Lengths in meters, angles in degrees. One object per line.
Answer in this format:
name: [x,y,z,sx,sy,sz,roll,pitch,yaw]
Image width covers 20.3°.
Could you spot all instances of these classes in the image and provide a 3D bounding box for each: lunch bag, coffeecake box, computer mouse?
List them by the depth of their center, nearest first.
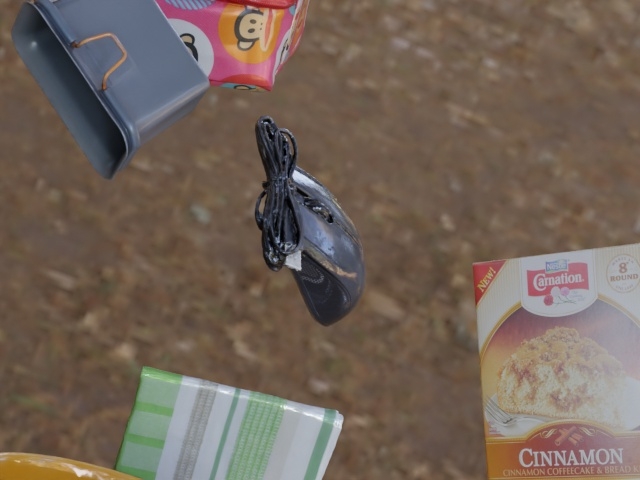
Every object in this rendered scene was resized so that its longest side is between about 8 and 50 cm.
coffeecake box: [0.184,0.100,1.208,0.142,0.185,0.068,-8,-8,40]
lunch bag: [-0.142,-0.226,1.571,0.258,0.120,0.293,13,19,1]
computer mouse: [0.000,0.000,1.955,0.072,0.272,0.188,-12,57,11]

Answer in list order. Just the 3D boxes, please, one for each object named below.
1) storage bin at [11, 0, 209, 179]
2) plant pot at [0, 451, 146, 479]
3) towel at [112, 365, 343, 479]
storage bin: [-0.148,-0.131,1.308,0.091,0.098,0.135,-33,85,-26]
plant pot: [-0.167,0.268,1.219,0.205,0.188,0.205,18,3,-1]
towel: [-0.070,0.152,1.319,0.152,0.113,0.023,15,28,-6]
